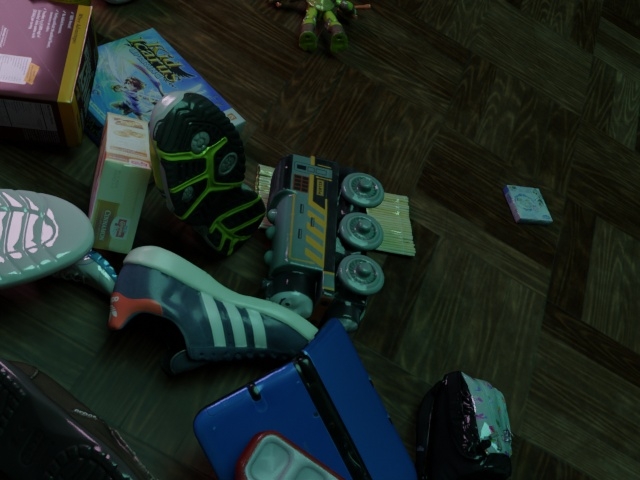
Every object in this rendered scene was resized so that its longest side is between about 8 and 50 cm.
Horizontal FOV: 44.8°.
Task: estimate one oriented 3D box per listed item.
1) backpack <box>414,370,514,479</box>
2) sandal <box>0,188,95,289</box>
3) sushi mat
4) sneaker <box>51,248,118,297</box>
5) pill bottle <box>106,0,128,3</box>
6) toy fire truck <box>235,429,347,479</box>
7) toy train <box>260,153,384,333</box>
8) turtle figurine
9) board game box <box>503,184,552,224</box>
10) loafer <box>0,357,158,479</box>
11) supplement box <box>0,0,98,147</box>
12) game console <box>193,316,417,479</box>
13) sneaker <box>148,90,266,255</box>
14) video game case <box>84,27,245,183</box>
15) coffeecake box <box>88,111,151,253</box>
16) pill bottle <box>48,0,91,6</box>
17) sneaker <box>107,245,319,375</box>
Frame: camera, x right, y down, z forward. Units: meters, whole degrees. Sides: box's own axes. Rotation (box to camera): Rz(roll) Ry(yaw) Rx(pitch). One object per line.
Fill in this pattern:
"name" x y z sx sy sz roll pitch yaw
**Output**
"backpack" 0.225 0.298 1.205 0.115 0.152 0.182 28 42 -28
"sandal" -0.516 0.033 1.037 0.417 0.102 0.169 -13 56 -19
"sushi mat" 0.029 -0.055 1.445 0.317 0.019 0.151 10 52 -21
"sneaker" -0.376 0.035 1.137 0.191 0.071 0.083 37 60 6
"pill bottle" -0.438 -0.581 1.538 0.117 0.117 0.215 -25 69 -39
"toy fire truck" -0.009 0.403 0.915 0.302 0.169 0.253 34 69 -1
"toy train" 0.000 0.000 1.293 0.190 0.142 0.333 12 52 -11
"turtle figurine" 0.010 -0.520 1.748 0.270 0.087 0.217 8 52 -23
"board game box" 0.449 -0.076 1.683 0.090 0.020 0.090 4 53 -26
"loafer" -0.275 0.263 0.921 0.366 0.133 0.130 42 9 20
"supplement box" -0.467 -0.269 1.222 0.194 0.129 0.191 6 64 -8
"game console" -0.007 0.295 1.078 0.250 0.173 0.293 -27 95 -8
"sneaker" -0.196 -0.099 1.154 0.147 0.384 0.145 37 73 18
"video game case" -0.310 -0.245 1.384 0.269 0.061 0.244 45 47 11
"coffeecake box" -0.304 -0.089 1.167 0.068 0.142 0.185 11 26 -20
"pill bottle" -0.459 -0.463 1.372 0.118 0.208 0.117 15 50 -18
"sneaker" -0.148 0.146 1.140 0.350 0.131 0.148 27 69 -15
